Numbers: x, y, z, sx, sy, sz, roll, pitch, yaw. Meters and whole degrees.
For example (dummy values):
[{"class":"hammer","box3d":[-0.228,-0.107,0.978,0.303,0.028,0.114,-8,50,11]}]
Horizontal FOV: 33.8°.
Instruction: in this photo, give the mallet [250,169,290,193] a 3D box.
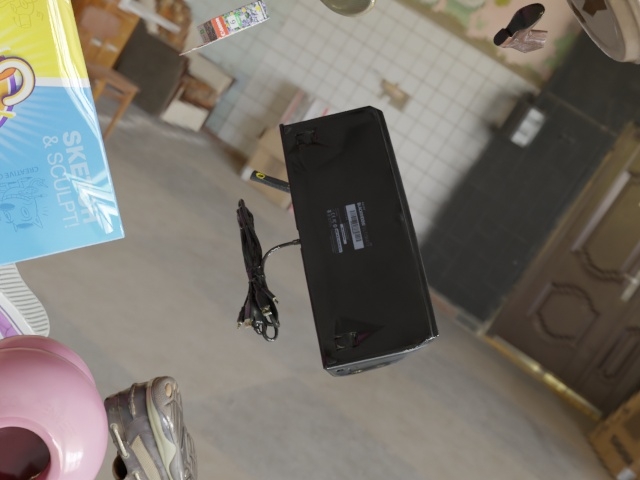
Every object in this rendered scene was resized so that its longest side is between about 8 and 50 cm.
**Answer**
[{"class":"mallet","box3d":[-0.021,-0.062,1.597,0.190,0.062,0.039,14,-34,8]}]

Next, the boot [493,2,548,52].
[{"class":"boot","box3d":[0.354,-0.349,1.742,0.114,0.106,0.037,1,64,-47]}]

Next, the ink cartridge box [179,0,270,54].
[{"class":"ink cartridge box","box3d":[-0.129,-0.274,1.355,0.063,0.115,0.029,6,-60,66]}]

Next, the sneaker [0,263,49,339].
[{"class":"sneaker","box3d":[-0.622,0.090,1.890,0.102,0.161,0.282,-82,157,-54]}]

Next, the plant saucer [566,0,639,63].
[{"class":"plant saucer","box3d":[0.403,-0.375,1.558,0.277,0.041,0.278,59,6,-9]}]

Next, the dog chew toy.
[{"class":"dog chew toy","box3d":[-0.367,0.211,1.306,0.207,0.206,0.332,30,4,-15]}]

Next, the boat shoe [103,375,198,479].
[{"class":"boat shoe","box3d":[-0.282,0.367,1.756,0.130,0.355,0.132,-4,33,2]}]

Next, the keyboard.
[{"class":"keyboard","box3d":[0.000,0.000,1.131,0.033,0.202,0.317,73,5,-58]}]

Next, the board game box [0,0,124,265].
[{"class":"board game box","box3d":[-0.290,-0.128,0.745,0.242,0.316,0.064,-14,22,-11]}]

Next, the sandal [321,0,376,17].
[{"class":"sandal","box3d":[-0.005,-0.326,1.179,0.180,0.072,0.049,57,33,-15]}]
